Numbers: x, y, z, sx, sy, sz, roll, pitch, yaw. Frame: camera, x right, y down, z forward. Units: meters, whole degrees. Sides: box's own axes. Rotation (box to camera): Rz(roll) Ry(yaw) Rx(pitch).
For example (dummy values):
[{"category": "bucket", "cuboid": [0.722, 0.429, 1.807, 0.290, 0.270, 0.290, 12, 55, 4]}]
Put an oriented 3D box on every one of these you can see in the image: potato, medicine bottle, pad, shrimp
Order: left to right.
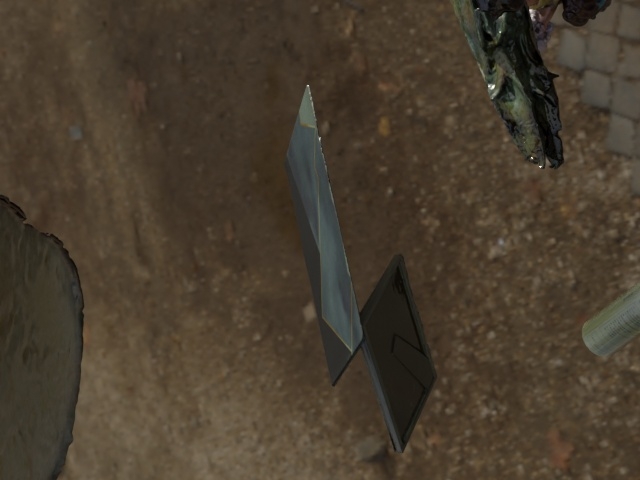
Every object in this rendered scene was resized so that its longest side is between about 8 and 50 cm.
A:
[{"category": "potato", "cuboid": [-0.279, 0.084, 0.700, 0.299, 0.196, 0.246, 74, -163, -79]}, {"category": "pad", "cuboid": [0.000, 0.000, 1.040, 0.163, 0.004, 0.243, 112, 148, -65]}, {"category": "shrimp", "cuboid": [0.180, -0.287, 1.224, 0.272, 0.085, 0.445, -1, -108, -83]}, {"category": "medicine bottle", "cuboid": [0.425, 0.081, 1.472, 0.059, 0.059, 0.231, 65, 148, 19]}]

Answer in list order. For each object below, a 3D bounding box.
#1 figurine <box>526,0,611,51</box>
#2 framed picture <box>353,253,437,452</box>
[{"category": "figurine", "cuboid": [0.306, -0.349, 1.509, 0.116, 0.240, 0.174, -13, 96, 60]}, {"category": "framed picture", "cuboid": [0.072, 0.103, 1.038, 0.011, 0.109, 0.149, -1, 123, 28]}]
